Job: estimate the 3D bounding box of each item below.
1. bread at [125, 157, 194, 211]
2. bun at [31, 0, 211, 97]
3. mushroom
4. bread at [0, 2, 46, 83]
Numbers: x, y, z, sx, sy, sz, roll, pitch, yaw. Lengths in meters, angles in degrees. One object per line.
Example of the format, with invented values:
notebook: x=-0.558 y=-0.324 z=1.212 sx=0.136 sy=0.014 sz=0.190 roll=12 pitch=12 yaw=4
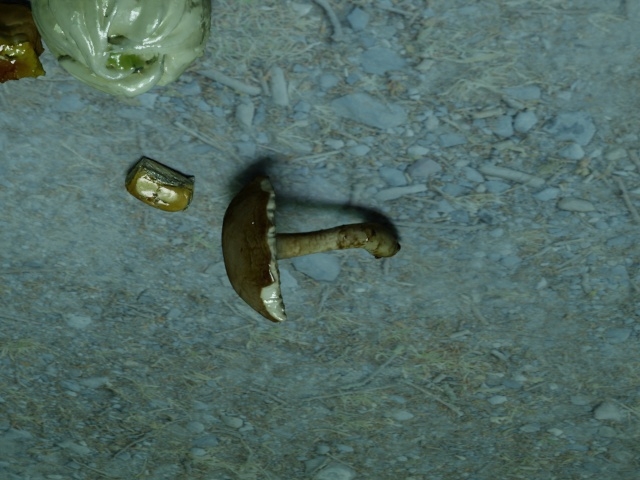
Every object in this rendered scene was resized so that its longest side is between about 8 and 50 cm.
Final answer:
bread: x=-0.253 y=-0.081 z=2.475 sx=0.106 sy=0.053 sz=0.072 roll=28 pitch=138 yaw=-23
bun: x=-0.265 y=-0.283 z=2.062 sx=0.259 sy=0.160 sz=0.259 roll=6 pitch=149 yaw=4
mushroom: x=-0.028 y=-0.020 z=2.465 sx=0.208 sy=0.302 sz=0.233 roll=47 pitch=153 yaw=15
bread: x=-0.572 y=-0.254 z=2.200 sx=0.381 sy=0.109 sz=0.185 roll=2 pitch=147 yaw=2
